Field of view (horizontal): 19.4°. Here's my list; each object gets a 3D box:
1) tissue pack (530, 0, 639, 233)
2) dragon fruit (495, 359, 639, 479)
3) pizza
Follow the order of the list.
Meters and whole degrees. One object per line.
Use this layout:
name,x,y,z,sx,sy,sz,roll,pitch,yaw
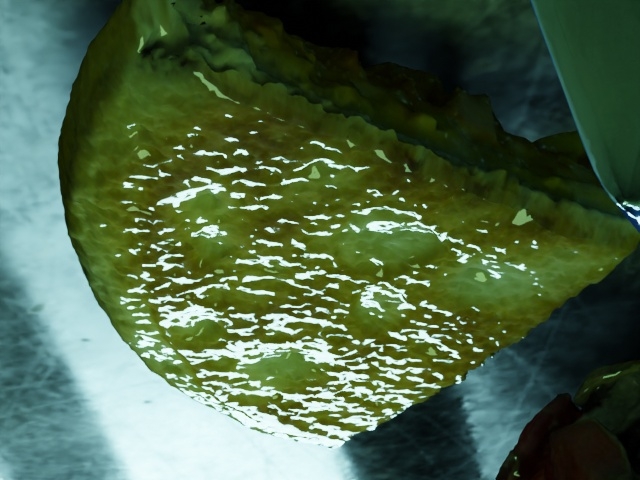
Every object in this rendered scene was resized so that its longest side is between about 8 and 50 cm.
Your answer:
tissue pack,0.196,-0.055,0.732,0.146,0.198,0.263,-27,141,18
dragon fruit,0.208,0.216,1.052,0.277,0.277,0.342,-6,148,-5
pizza,-0.033,-0.003,0.847,0.268,0.087,0.258,19,140,-33
